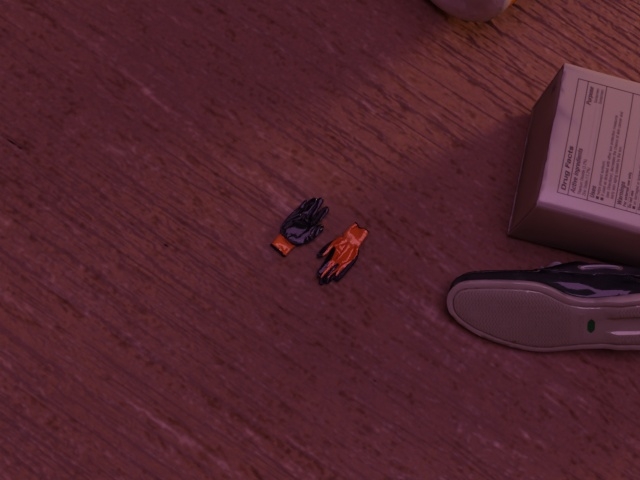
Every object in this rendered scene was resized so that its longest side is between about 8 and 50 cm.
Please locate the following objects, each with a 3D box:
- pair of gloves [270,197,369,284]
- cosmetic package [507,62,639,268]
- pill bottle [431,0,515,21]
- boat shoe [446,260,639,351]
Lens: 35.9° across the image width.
[{"bbox_3d":[0.000,0.000,1.002,0.083,0.010,0.074,35,75,8],"label":"pair of gloves"},{"bbox_3d":[0.363,-0.050,0.997,0.309,0.113,0.160,16,73,0],"label":"cosmetic package"},{"bbox_3d":[0.221,-0.375,1.054,0.278,0.162,0.162,-43,82,-15],"label":"pill bottle"},{"bbox_3d":[0.242,0.060,0.985,0.233,0.084,0.079,3,35,3],"label":"boat shoe"}]
